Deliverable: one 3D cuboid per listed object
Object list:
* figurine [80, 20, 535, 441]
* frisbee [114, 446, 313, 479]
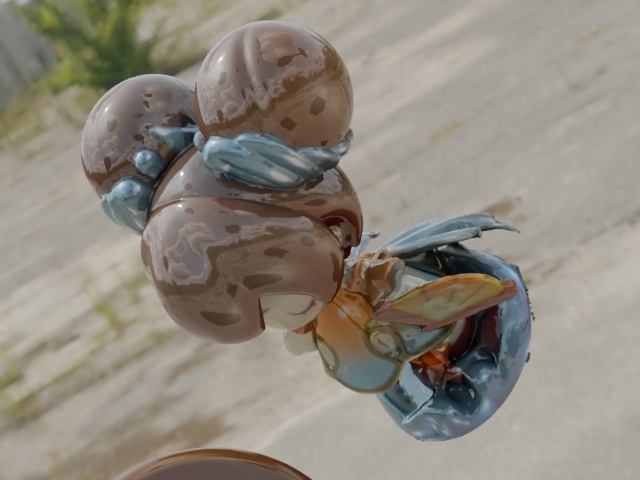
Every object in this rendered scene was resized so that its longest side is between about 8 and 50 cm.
[{"bbox_3d":[0.001,0.001,1.447,0.277,0.388,0.248,-21,55,42],"label":"figurine"},{"bbox_3d":[-0.081,0.272,1.289,0.251,0.251,0.021,-34,-22,-22],"label":"frisbee"}]
